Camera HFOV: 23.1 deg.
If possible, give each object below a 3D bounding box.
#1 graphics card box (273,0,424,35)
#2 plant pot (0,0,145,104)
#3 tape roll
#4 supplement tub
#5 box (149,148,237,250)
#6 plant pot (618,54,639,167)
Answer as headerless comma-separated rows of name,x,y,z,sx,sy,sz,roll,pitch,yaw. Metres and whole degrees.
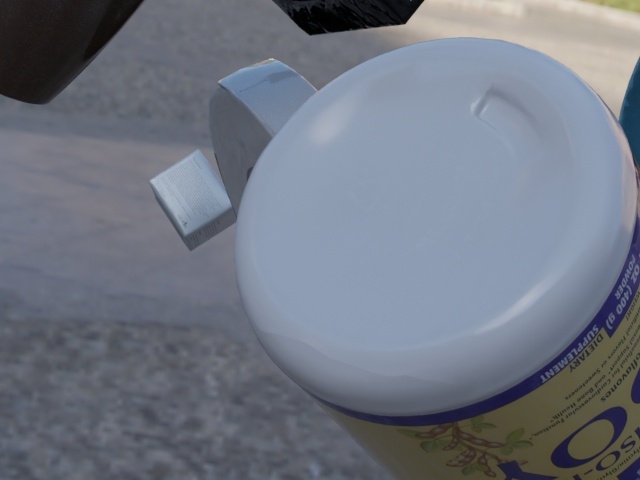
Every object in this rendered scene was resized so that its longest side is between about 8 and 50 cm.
graphics card box,0.111,-0.349,1.402,0.094,0.371,0.233,43,-12,-19
plant pot,-0.241,-0.246,1.396,0.215,0.230,0.215,26,16,-8
tape roll,0.000,0.000,1.646,0.072,0.392,0.392,-27,24,-14
supplement tub,0.116,0.055,0.994,0.241,0.241,0.331,20,-18,36
box,-0.177,-0.056,2.205,0.087,0.102,0.101,-32,-10,-7
plant pot,0.467,-0.147,1.589,0.195,0.290,0.290,27,7,-16
